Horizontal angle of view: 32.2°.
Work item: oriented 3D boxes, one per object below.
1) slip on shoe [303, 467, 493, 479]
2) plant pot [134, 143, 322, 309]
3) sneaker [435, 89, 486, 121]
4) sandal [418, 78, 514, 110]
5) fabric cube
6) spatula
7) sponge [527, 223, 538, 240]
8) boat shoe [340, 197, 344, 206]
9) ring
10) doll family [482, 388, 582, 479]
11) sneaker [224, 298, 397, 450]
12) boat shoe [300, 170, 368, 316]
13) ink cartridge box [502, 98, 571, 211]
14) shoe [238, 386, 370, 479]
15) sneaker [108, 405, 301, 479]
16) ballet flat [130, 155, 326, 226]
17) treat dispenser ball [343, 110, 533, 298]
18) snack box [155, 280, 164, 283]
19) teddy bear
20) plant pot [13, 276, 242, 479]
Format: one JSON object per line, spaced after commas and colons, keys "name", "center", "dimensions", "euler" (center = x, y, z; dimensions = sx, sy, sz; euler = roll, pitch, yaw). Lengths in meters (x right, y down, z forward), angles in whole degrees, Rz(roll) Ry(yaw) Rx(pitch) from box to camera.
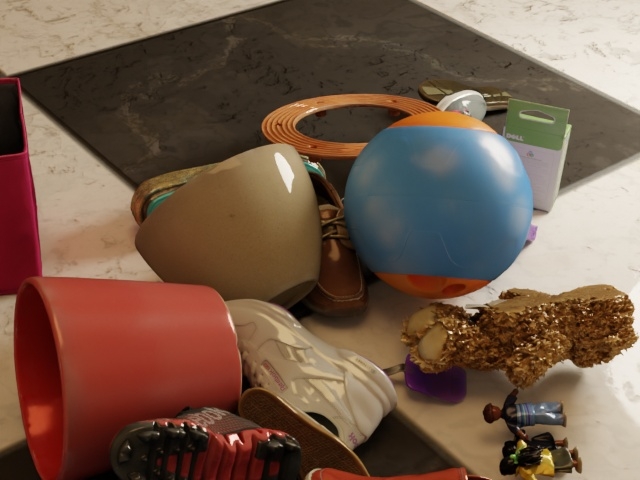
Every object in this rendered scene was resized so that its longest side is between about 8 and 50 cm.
{"name": "slip on shoe", "center": [0.141, 0.314, 1.323], "dimensions": [0.331, 0.101, 0.123], "euler": [12, 16, -1]}
{"name": "plant pot", "center": [-0.106, 0.015, 1.661], "dimensions": [0.284, 0.284, 0.191], "euler": [-25, 74, -33]}
{"name": "sneaker", "center": [0.262, -0.178, 2.051], "dimensions": [0.178, 0.124, 0.295], "euler": [24, 48, 35]}
{"name": "sandal", "center": [0.298, -0.281, 2.269], "dimensions": [0.219, 0.060, 0.090], "euler": [-1, 39, -30]}
{"name": "fabric cube", "center": [-0.582, -0.077, 1.751], "dimensions": [0.254, 0.258, 0.259], "euler": [-7, 36, -14]}
{"name": "spatula", "center": [0.064, 0.190, 1.602], "dimensions": [0.296, 0.030, 0.084], "euler": [4, 34, 3]}
{"name": "sponge", "center": [0.262, -0.043, 1.895], "dimensions": [0.210, 0.031, 0.117], "euler": [17, 3, 21]}
{"name": "boat shoe", "center": [0.121, -0.044, 1.899], "dimensions": [0.206, 0.065, 0.075], "euler": [21, 38, 18]}
{"name": "ring", "center": [0.063, -0.198, 1.983], "dimensions": [0.336, 0.032, 0.336], "euler": [-2, 25, 1]}
{"name": "doll family", "center": [0.277, 0.276, 1.461], "dimensions": [0.111, 0.076, 0.193], "euler": [-3, 30, 0]}
{"name": "sneaker", "center": [-0.053, 0.183, 1.514], "dimensions": [0.305, 0.114, 0.152], "euler": [26, 57, 21]}
{"name": "boat shoe", "center": [0.000, 0.000, 1.793], "dimensions": [0.123, 0.116, 0.324], "euler": [-8, 36, -14]}
{"name": "ink cartridge box", "center": [0.377, -0.162, 1.963], "dimensions": [0.109, 0.209, 0.062], "euler": [15, 38, 17]}
{"name": "shoe", "center": [-0.014, 0.267, 1.421], "dimensions": [0.219, 0.058, 0.076], "euler": [44, 88, 8]}
{"name": "sneaker", "center": [-0.152, 0.249, 1.303], "dimensions": [0.135, 0.097, 0.276], "euler": [15, 0, 42]}
{"name": "ballet flat", "center": [-0.164, -0.092, 1.929], "dimensions": [0.348, 0.123, 0.123], "euler": [-15, 39, -23]}
{"name": "treat dispenser ball", "center": [0.180, -0.053, 1.703], "dimensions": [0.288, 0.288, 0.288], "euler": [1, 35, -1]}
{"name": "snack box", "center": [-0.208, 0.117, 1.698], "dimensions": [0.178, 0.022, 0.064], "euler": [26, 41, 30]}
{"name": "teddy bear", "center": [0.283, 0.142, 1.608], "dimensions": [0.338, 0.113, 0.245], "euler": [-9, 12, -20]}
{"name": "plant pot", "center": [-0.250, 0.166, 1.442], "dimensions": [0.243, 0.275, 0.275], "euler": [-6, 35, -27]}
